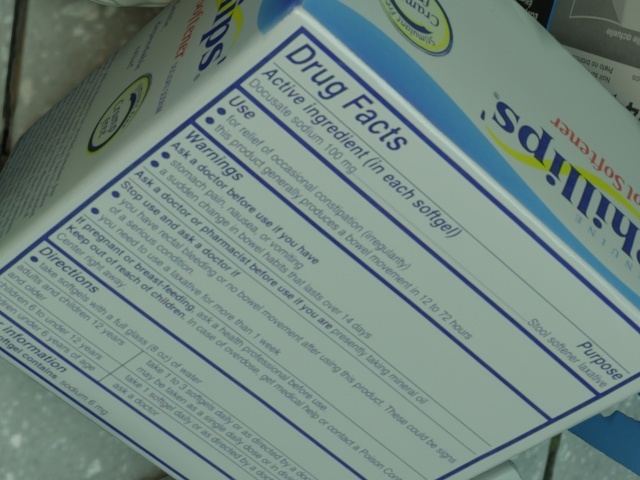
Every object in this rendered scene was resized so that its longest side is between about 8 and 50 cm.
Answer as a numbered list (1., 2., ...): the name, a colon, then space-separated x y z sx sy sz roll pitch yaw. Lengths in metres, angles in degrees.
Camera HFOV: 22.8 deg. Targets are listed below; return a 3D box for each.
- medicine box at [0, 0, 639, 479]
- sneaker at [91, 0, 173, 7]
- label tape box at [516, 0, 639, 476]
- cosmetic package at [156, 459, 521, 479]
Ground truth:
1. medicine box: 0.000 0.000 0.827 0.263 0.149 0.289 40 127 -22
2. sneaker: -0.144 -0.168 0.821 0.232 0.115 0.090 1 106 -29
3. label tape box: 0.178 -0.028 0.973 0.106 0.240 0.334 8 103 -31
4. cosmetic package: -0.060 0.266 0.995 0.385 0.156 0.217 -24 119 -21
